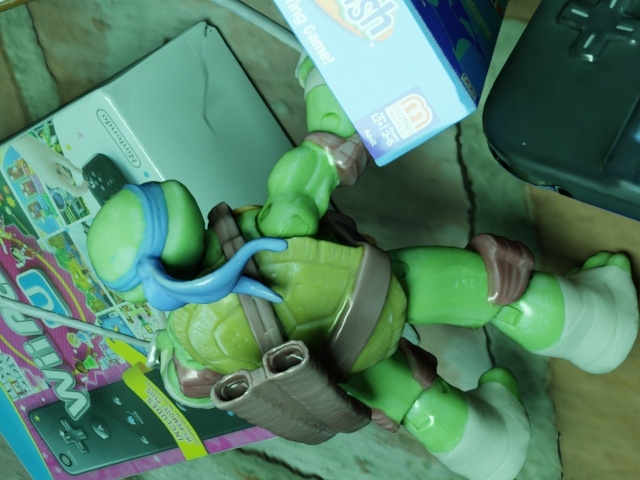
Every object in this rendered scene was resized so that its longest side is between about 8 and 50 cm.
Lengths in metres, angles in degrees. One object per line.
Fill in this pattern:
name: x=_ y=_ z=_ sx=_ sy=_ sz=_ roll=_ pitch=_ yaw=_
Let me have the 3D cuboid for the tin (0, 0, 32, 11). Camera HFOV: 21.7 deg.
tin: x=-0.197 y=-0.182 z=0.962 sx=0.190 sy=0.040 sz=0.106 roll=-10 pitch=119 yaw=45

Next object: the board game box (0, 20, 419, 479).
board game box: x=-0.120 y=0.026 z=1.014 sx=0.303 sy=0.097 sz=0.224 roll=-21 pitch=106 yaw=49

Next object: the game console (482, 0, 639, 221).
game console: x=0.213 y=-0.123 z=0.550 sx=0.293 sy=0.250 sz=0.173 roll=21 pitch=160 yaw=29

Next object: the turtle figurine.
turtle figurine: x=0.000 y=0.000 z=0.812 sx=0.266 sy=0.197 sz=0.275 roll=24 pitch=175 yaw=-27

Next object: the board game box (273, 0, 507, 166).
board game box: x=0.013 y=-0.134 z=0.685 sx=0.047 sy=0.210 sz=0.160 roll=-30 pitch=102 yaw=17
